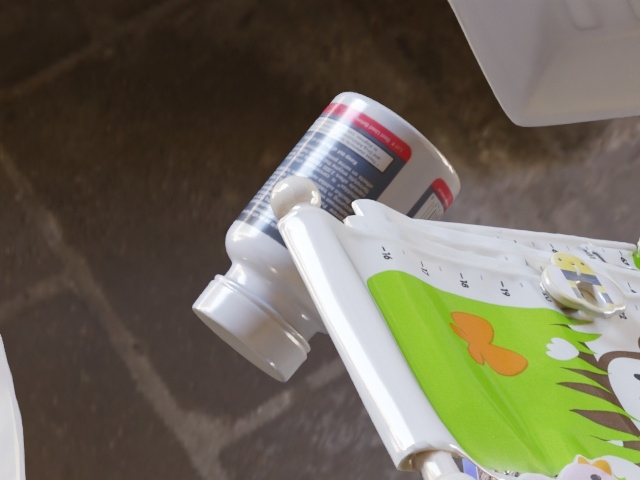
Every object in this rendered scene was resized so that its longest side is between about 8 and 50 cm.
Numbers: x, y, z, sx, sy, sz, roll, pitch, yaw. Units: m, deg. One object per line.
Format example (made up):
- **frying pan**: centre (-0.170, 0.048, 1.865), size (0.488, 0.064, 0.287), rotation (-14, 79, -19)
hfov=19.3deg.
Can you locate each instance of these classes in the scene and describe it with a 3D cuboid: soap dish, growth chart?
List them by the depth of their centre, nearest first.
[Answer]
- **growth chart**: centre (0.095, 0.037, 0.604), size (0.237, 0.021, 0.172), rotation (4, 36, -37)
- **soap dish**: centre (0.251, -0.213, 1.521), size (0.291, 0.229, 0.118), rotation (-6, 41, 33)

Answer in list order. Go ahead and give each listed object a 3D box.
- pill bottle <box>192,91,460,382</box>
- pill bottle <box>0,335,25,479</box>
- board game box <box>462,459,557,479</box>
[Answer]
- **pill bottle**: centre (0.000, 0.000, 1.264), size (0.108, 0.108, 0.180), rotation (38, 80, 8)
- **pill bottle**: centre (-0.253, 0.104, 0.417), size (0.229, 0.407, 0.229), rotation (27, 47, -34)
- **board game box**: centre (0.288, 0.212, 1.998), size (0.141, 0.291, 0.232), rotation (-2, 79, -32)
